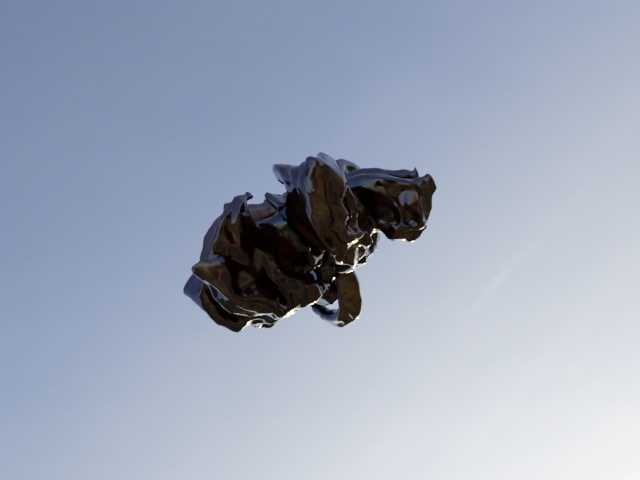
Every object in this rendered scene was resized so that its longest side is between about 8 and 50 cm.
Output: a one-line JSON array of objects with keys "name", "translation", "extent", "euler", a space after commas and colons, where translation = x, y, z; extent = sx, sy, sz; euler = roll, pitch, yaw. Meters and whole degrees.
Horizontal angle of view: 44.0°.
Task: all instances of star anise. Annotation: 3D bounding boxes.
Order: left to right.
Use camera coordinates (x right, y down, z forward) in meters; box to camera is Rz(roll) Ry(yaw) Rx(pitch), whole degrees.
[{"name": "star anise", "translation": [0.000, 0.000, 0.599], "extent": [0.190, 0.126, 0.220], "euler": [-44, -8, 26]}]
